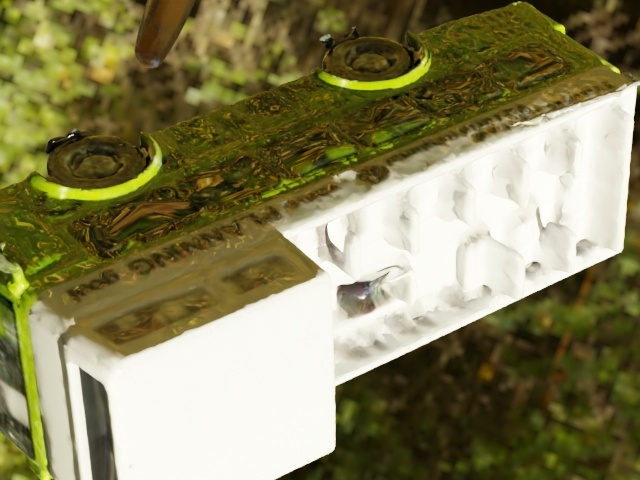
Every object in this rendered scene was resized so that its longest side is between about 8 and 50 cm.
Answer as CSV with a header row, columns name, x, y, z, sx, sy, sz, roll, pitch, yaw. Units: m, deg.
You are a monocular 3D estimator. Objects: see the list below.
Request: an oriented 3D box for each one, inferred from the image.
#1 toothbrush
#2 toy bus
name,x,y,z,sx,sy,sz,roll,pitch,yaw
toothbrush,-0.036,-0.222,1.010,0.023,0.321,0.031,30,151,-19
toy bus,0.000,0.000,0.792,0.301,0.113,0.139,-24,-139,-27
